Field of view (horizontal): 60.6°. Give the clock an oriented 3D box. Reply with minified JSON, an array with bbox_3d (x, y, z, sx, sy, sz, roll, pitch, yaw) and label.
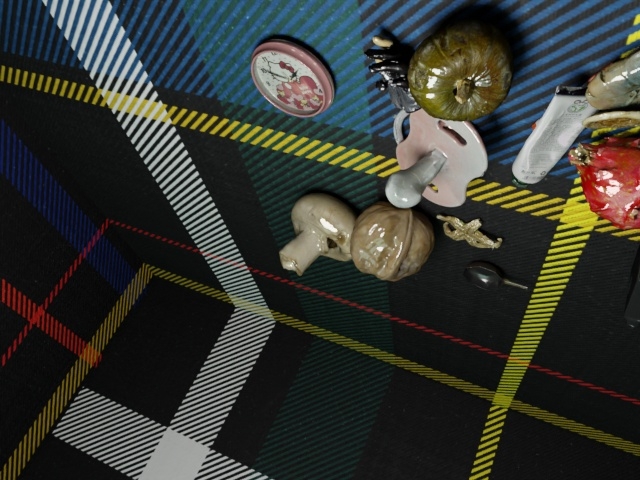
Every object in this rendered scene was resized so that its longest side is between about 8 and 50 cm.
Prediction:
[{"bbox_3d":[-0.075,-0.427,1.456,0.244,0.056,0.244,24,155,12],"label":"clock"}]

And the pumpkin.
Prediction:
[{"bbox_3d":[0.286,-0.338,1.118,0.219,0.162,0.219,1,138,1],"label":"pumpkin"}]

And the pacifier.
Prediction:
[{"bbox_3d":[0.281,-0.195,1.372,0.221,0.273,0.332,10,154,-2],"label":"pacifier"}]

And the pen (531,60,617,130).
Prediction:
[{"bbox_3d":[0.533,-0.296,1.155,0.028,0.028,0.239,31,154,-6],"label":"pen"}]

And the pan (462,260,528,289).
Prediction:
[{"bbox_3d":[0.585,0.126,1.836,0.202,0.048,0.128,23,155,12],"label":"pan"}]

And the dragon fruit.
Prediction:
[{"bbox_3d":[0.658,-0.127,1.163,0.268,0.210,0.205,31,137,6],"label":"dragon fruit"}]

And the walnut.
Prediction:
[{"bbox_3d":[0.226,0.000,1.737,0.273,0.227,0.273,10,117,21],"label":"walnut"}]

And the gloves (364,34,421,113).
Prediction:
[{"bbox_3d":[0.177,-0.388,1.241,0.106,0.129,0.180,-16,125,23],"label":"gloves"}]

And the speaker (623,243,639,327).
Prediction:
[{"bbox_3d":[0.907,0.109,1.362,0.232,0.184,0.254,13,153,27],"label":"speaker"}]

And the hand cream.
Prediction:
[{"bbox_3d":[0.518,-0.227,1.230,0.121,0.076,0.336,-2,154,-5],"label":"hand cream"}]

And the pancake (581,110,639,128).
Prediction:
[{"bbox_3d":[0.603,-0.244,1.103,0.140,0.022,0.139,0,-177,0],"label":"pancake"}]

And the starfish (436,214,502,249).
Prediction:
[{"bbox_3d":[0.451,-0.024,1.692,0.210,0.053,0.150,31,149,-3],"label":"starfish"}]

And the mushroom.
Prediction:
[{"bbox_3d":[0.000,0.000,1.886,0.293,0.290,0.292,28,156,14],"label":"mushroom"}]

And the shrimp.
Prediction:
[{"bbox_3d":[0.629,-0.304,0.982,0.178,0.075,0.289,14,150,-20],"label":"shrimp"}]
